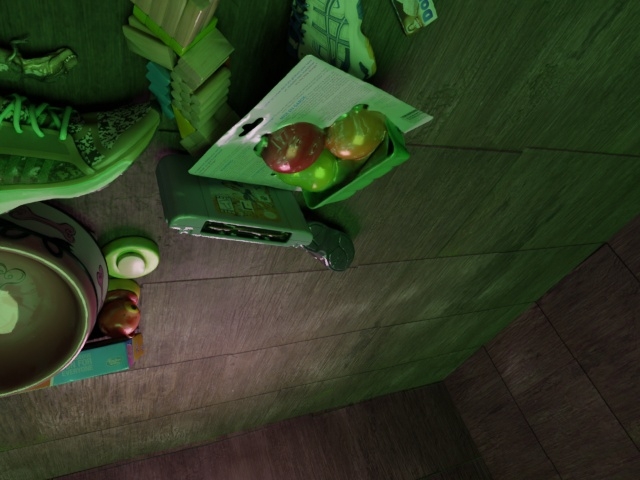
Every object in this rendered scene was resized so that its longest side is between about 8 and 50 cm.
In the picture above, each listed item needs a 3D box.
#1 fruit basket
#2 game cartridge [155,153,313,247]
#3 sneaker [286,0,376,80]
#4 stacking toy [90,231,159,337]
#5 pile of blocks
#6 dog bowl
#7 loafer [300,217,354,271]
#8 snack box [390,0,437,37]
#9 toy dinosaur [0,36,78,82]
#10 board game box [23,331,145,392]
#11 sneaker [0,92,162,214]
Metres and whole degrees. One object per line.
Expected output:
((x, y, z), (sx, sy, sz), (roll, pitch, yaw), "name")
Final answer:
((-0.012, -0.191, 0.841), (0.353, 0.165, 0.327), (9, 149, -45), "fruit basket")
((-0.169, -0.082, 0.909), (0.297, 0.198, 0.062), (7, 136, -37), "game cartridge")
((-0.003, -0.347, 0.722), (0.131, 0.112, 0.296), (-26, 145, 6), "sneaker")
((-0.521, 0.112, 1.033), (0.309, 0.130, 0.279), (18, 129, -45), "stacking toy")
((-0.204, -0.290, 0.714), (0.113, 0.149, 0.362), (-57, 172, -29), "pile of blocks")
((-0.614, 0.119, 0.841), (0.407, 0.150, 0.408), (-13, 122, -22), "dog bowl")
((0.000, 0.000, 1.245), (0.109, 0.095, 0.302), (-58, 147, -2), "loafer")
((0.145, -0.433, 0.769), (0.064, 0.022, 0.178), (-33, 145, 12), "snack box")
((-0.480, -0.264, 0.606), (0.268, 0.064, 0.118), (-4, 149, -20), "toy dinosaur")
((-0.598, 0.303, 1.163), (0.242, 0.064, 0.316), (-9, 176, -17), "board game box")
((-0.454, -0.160, 0.694), (0.410, 0.158, 0.182), (-21, 137, -6), "sneaker")
